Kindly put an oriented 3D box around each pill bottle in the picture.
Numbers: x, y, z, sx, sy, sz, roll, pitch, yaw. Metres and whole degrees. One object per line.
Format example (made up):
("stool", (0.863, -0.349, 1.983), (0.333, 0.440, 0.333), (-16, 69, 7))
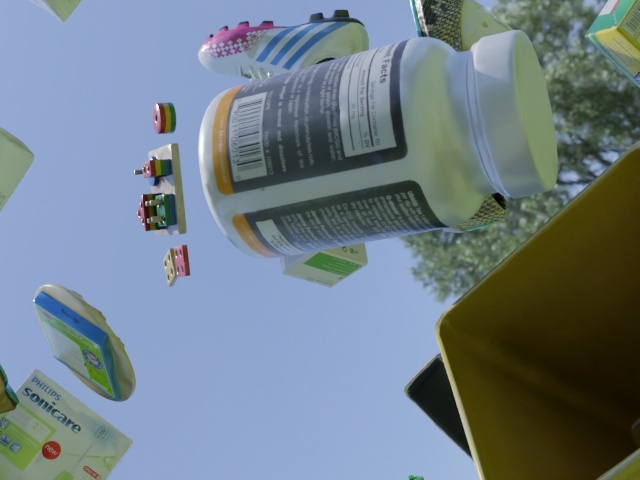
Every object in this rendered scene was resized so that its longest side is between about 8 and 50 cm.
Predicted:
("pill bottle", (0.049, -0.081, 0.793), (0.162, 0.278, 0.162), (36, -131, -57))

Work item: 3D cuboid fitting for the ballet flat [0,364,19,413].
("ballet flat", (-0.486, 0.213, 1.331), (0.073, 0.080, 0.232), (-33, -10, -21))

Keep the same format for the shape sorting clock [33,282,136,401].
("shape sorting clock", (-0.342, 0.149, 1.345), (0.040, 0.206, 0.206), (-43, -39, -33))

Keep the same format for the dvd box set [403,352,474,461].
("dvd box set", (0.273, 0.233, 1.112), (0.062, 0.307, 0.420), (-50, -14, 13))

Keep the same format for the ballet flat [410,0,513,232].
("ballet flat", (0.262, -0.257, 1.578), (0.164, 0.182, 0.483), (5, -100, -59))

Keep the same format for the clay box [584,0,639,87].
("clay box", (0.348, -0.158, 0.797), (0.222, 0.053, 0.127), (37, -98, -17))

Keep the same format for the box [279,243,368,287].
("box", (0.000, 0.000, 1.366), (0.101, 0.087, 0.102), (18, -128, -38))

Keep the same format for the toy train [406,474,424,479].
("toy train", (0.113, 0.325, 1.176), (0.083, 0.024, 0.017), (-44, -47, -62))

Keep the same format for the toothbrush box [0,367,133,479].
("toothbrush box", (-0.475, 0.388, 1.508), (0.283, 0.206, 0.122), (-52, 0, -25))

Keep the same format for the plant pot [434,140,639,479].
("plant pot", (0.234, 0.101, 0.628), (0.187, 0.212, 0.212), (34, -65, -25))

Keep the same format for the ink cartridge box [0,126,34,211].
("ink cartridge box", (-0.542, -0.011, 1.029), (0.385, 0.308, 0.091), (-58, -26, -9))

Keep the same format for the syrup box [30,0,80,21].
("syrup box", (-0.293, -0.400, 1.134), (0.237, 0.093, 0.096), (-55, -16, -9))

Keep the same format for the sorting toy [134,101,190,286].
("sorting toy", (-0.246, -0.064, 1.393), (0.046, 0.132, 0.274), (-6, -88, -25))

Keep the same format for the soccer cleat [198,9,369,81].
("soccer cleat", (-0.073, -0.309, 1.623), (0.116, 0.331, 0.143), (18, -110, -62))
